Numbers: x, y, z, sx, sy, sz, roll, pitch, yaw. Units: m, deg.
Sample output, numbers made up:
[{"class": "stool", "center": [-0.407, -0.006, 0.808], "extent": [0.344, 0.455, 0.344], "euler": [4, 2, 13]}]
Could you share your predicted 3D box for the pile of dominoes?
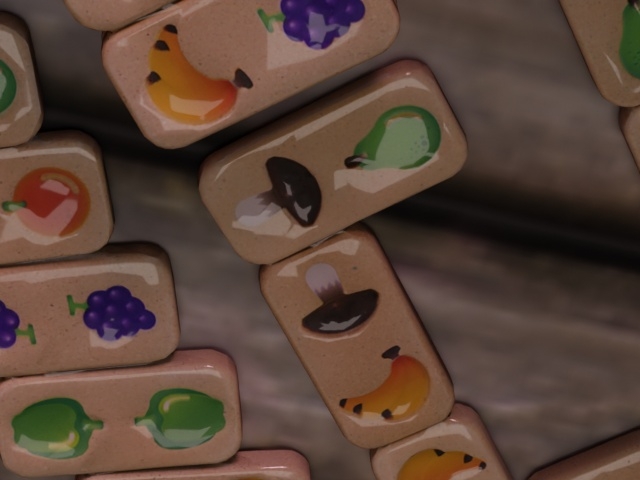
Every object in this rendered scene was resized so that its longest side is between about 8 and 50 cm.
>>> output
[{"class": "pile of dominoes", "center": [0.000, 0.000, 0.386], "extent": [0.196, 0.040, 0.251], "euler": [-25, 117, 9]}]
